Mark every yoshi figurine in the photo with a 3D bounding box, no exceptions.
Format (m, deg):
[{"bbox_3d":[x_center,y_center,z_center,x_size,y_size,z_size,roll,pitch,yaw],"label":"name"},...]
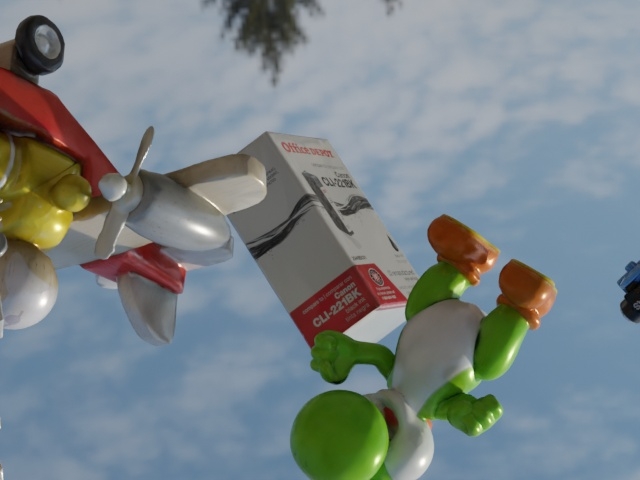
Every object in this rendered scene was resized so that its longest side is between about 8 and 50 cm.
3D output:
[{"bbox_3d":[0.094,0.154,1.588,0.203,0.362,0.203,34,-179,-15],"label":"yoshi figurine"}]

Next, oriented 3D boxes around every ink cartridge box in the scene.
[{"bbox_3d":[0.000,0.000,1.844,0.114,0.273,0.197,-39,165,20],"label":"ink cartridge box"}]

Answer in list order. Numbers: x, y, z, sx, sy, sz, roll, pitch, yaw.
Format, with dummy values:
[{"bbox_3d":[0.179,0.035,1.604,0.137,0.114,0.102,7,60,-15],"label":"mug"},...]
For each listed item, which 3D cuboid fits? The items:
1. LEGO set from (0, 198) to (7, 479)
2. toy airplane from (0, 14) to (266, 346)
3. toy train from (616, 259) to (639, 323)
[{"bbox_3d":[-0.274,0.066,0.973,0.107,0.287,0.132,-4,-137,-18],"label":"LEGO set"},{"bbox_3d":[-0.270,-0.006,1.468,0.384,0.386,0.272,18,-131,-2],"label":"toy airplane"},{"bbox_3d":[0.367,0.010,1.393,0.080,0.184,0.105,46,-154,9],"label":"toy train"}]
